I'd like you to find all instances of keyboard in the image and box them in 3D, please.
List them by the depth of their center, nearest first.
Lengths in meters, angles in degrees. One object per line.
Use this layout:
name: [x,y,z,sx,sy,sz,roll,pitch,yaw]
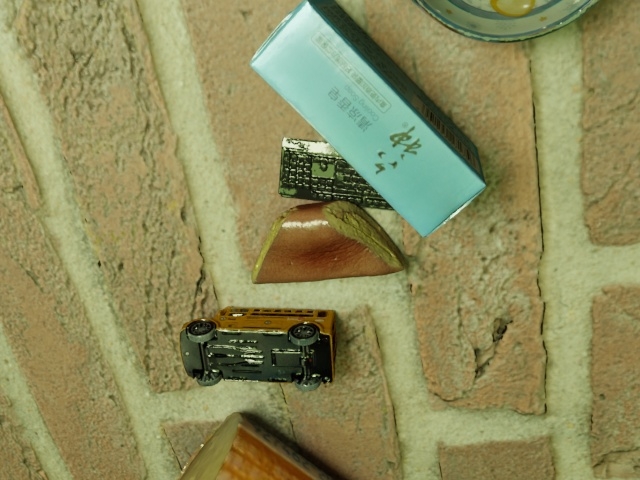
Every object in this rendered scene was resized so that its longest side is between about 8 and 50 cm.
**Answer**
keyboard: [0.049,-0.071,0.750,0.196,0.015,0.074,8,118,6]

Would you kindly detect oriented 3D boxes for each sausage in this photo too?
sausage: [-0.067,0.407,0.899,0.287,0.233,0.233,38,117,-12]

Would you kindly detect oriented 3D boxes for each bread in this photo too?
bread: [0.000,0.000,0.761,0.192,0.067,0.119,-3,137,12]

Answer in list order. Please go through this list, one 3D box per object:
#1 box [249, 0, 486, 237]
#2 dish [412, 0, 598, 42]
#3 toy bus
box: [0.053,-0.127,0.641,0.232,0.142,0.083,42,113,-9]
dish: [0.166,-0.296,0.573,0.236,0.086,0.228,6,116,8]
toy bus: [-0.077,0.132,0.838,0.194,0.088,0.083,1,117,8]
